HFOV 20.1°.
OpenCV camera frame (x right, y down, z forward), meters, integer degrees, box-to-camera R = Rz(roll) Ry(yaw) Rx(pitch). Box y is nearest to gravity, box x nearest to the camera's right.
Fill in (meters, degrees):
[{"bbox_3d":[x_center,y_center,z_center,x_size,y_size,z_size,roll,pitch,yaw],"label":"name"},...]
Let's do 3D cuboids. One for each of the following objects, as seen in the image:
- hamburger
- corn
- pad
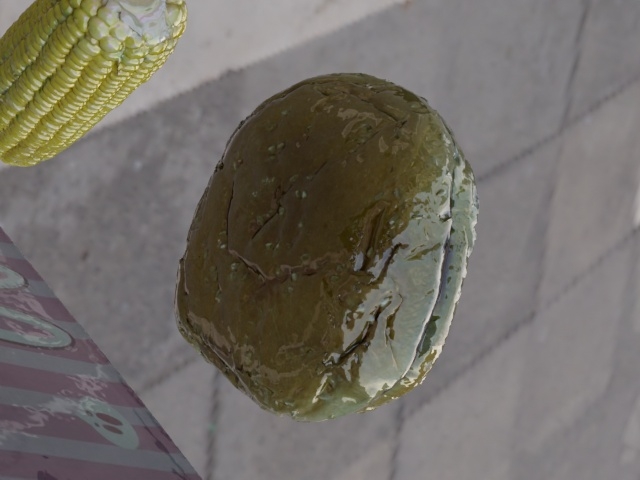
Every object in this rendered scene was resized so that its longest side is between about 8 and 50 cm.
[{"bbox_3d":[-0.001,0.002,1.383,0.134,0.285,0.266,8,102,-41],"label":"hamburger"},{"bbox_3d":[-0.155,-0.108,1.102,0.081,0.081,0.248,-55,-167,-28],"label":"corn"},{"bbox_3d":[-0.158,0.011,0.640,0.202,0.300,0.005,17,114,-51],"label":"pad"}]
